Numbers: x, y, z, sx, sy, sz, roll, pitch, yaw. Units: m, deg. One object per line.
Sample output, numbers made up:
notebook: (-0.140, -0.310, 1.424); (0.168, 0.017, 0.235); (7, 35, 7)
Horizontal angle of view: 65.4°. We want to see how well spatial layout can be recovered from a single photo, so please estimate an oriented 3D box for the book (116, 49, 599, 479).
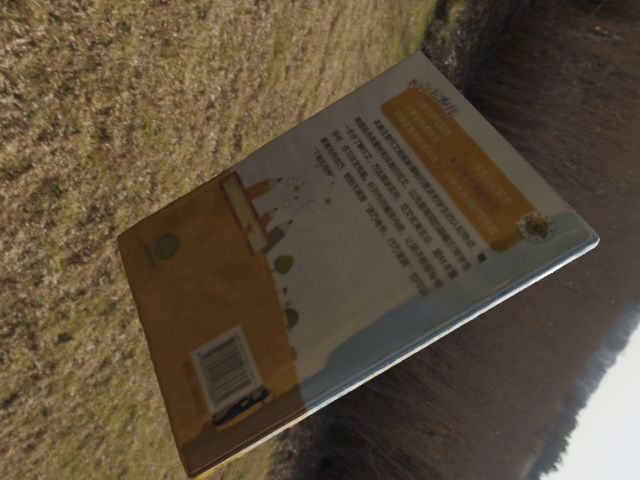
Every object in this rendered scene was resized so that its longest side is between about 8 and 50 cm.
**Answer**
book: (0.000, 0.000, 0.361); (0.295, 0.208, 0.020); (-31, 149, 3)
